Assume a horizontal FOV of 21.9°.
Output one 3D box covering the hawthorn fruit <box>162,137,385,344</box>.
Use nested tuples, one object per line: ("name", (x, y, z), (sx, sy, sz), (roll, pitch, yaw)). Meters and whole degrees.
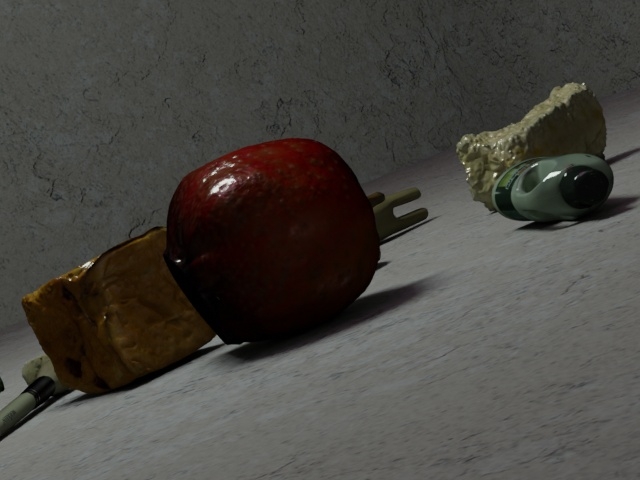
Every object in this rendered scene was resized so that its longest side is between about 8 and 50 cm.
("hawthorn fruit", (-0.035, -0.002, 1.670), (0.249, 0.215, 0.215), (-15, 1, -27))

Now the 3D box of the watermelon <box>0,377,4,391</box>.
("watermelon", (-0.475, 0.182, 1.880), (0.232, 0.127, 0.204), (-25, 3, 44))

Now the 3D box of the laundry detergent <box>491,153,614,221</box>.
("laundry detergent", (0.254, -0.055, 1.753), (0.099, 0.070, 0.225), (-13, 4, -7))

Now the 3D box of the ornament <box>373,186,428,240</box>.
("ornament", (0.000, 0.000, 2.377), (0.230, 0.061, 0.245), (-20, 0, 40))

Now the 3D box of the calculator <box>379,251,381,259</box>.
("calculator", (-0.008, 0.043, 2.026), (0.175, 0.032, 0.100), (-21, 4, 6))

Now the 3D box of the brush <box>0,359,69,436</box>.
("brush", (-0.327, 0.180, 1.799), (0.042, 0.039, 0.299), (19, 12, 6))

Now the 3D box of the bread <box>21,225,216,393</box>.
("bread", (-0.215, 0.080, 1.801), (0.158, 0.143, 0.149), (-24, -2, -36))

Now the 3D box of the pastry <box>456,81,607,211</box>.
("pastry", (0.289, -0.128, 2.202), (0.258, 0.121, 0.089), (-25, 1, -42))

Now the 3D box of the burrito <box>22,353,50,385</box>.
("burrito", (-0.311, 0.151, 2.039), (0.149, 0.041, 0.055), (-17, -8, 41))
